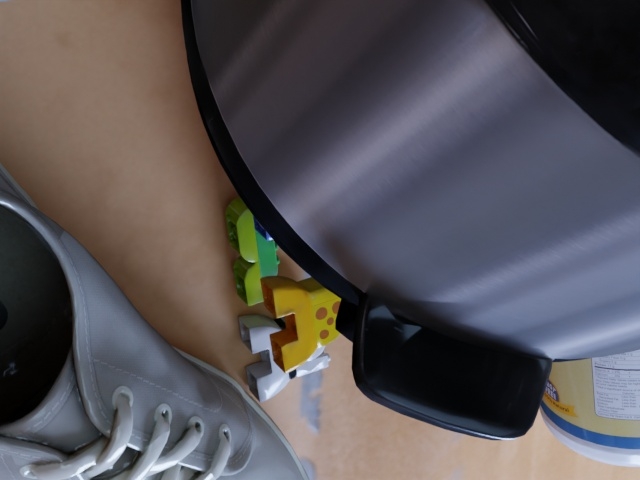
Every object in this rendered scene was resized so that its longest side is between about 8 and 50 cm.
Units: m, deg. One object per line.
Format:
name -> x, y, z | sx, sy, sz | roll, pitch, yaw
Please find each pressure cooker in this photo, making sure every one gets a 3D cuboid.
pressure cooker -> 0.130, -0.137, 0.598 | 0.370, 0.420, 0.375 | -29, 87, -23

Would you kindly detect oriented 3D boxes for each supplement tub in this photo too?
supplement tub -> 0.212, 0.035, 0.879 | 0.144, 0.144, 0.199 | -19, 118, -19

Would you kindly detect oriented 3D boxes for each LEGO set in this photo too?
LEGO set -> 0.000, 0.000, 0.791 | 0.093, 0.087, 0.227 | -17, 118, -20

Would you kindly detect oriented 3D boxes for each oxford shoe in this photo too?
oxford shoe -> -0.130, 0.112, 0.749 | 0.169, 0.130, 0.449 | -41, 124, -8
